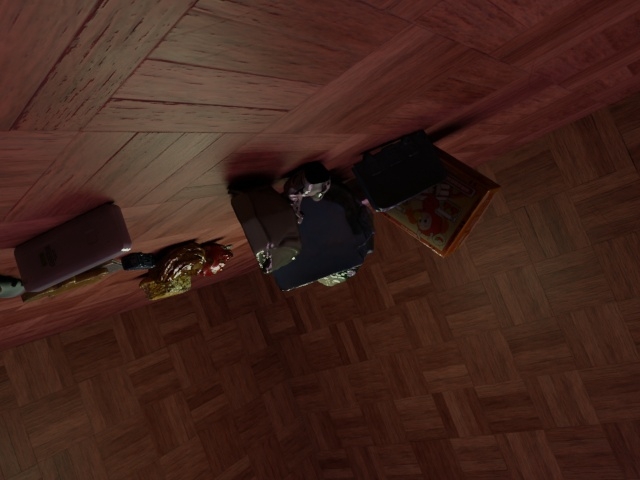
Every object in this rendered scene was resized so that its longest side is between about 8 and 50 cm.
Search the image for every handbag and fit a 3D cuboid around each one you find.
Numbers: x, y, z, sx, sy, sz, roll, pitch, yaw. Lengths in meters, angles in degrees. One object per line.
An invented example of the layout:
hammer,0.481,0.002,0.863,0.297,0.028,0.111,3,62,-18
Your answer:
handbag,0.221,-0.200,1.375,0.229,0.179,0.062,-28,176,-3

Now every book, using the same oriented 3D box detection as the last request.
book,-0.699,0.097,1.538,0.127,0.014,0.181,-21,176,-11

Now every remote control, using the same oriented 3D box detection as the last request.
remote control,-0.795,0.122,1.188,0.097,0.045,0.256,-21,178,-11
remote control,-0.495,0.017,0.962,0.250,0.103,0.034,-23,173,12

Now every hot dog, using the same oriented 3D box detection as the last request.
hot dog,-0.516,0.093,1.734,0.175,0.114,0.259,-21,176,-40

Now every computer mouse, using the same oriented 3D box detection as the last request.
computer mouse,-0.134,-0.036,1.290,0.145,0.228,0.429,-27,176,-8

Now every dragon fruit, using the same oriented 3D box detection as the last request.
dragon fruit,-0.424,0.069,1.870,0.165,0.133,0.136,-20,-142,1

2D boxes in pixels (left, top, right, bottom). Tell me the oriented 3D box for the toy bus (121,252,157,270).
toy bus,-0.587,0.072,1.573,0.065,0.047,0.166,-18,176,2

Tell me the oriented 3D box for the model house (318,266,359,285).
model house,-0.001,0.000,1.979,0.284,0.299,0.243,24,149,-27

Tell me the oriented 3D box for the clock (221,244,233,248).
clock,-0.432,0.038,2.159,0.083,0.010,0.074,-22,176,9

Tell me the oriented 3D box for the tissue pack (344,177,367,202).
tissue pack,0.184,-0.193,1.766,0.246,0.093,0.148,-24,174,34

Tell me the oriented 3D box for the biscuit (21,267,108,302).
biscuit,-0.734,0.126,1.393,0.153,0.030,0.234,-28,175,43

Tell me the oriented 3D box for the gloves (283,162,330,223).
gloves,-0.048,-0.131,1.330,0.128,0.111,0.212,-55,-169,-33

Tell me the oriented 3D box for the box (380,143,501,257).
box,0.377,-0.137,1.566,0.213,0.283,0.260,-19,141,-58

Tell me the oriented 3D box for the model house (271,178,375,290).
model house,0.018,-0.052,1.633,0.360,0.297,0.339,-23,-177,23

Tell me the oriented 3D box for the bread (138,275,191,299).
bread,-0.668,0.186,2.111,0.174,0.121,0.245,-14,-179,9
